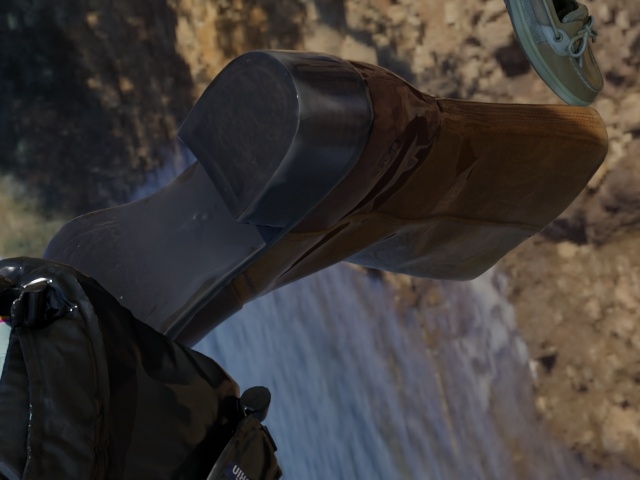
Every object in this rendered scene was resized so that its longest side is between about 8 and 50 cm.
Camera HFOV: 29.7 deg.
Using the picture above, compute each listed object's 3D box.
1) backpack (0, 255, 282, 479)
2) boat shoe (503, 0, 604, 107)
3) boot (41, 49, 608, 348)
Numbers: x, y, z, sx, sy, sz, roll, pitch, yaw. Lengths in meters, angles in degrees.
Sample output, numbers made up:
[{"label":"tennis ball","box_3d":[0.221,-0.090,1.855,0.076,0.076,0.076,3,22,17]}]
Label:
[{"label":"backpack","box_3d":[-0.103,0.116,0.463,0.115,0.152,0.182,-33,38,37]},{"label":"boat shoe","box_3d":[0.148,-0.157,0.772,0.153,0.048,0.056,62,-147,-9]},{"label":"boot","box_3d":[0.000,0.000,0.689,0.264,0.280,0.096,-51,59,27]}]
